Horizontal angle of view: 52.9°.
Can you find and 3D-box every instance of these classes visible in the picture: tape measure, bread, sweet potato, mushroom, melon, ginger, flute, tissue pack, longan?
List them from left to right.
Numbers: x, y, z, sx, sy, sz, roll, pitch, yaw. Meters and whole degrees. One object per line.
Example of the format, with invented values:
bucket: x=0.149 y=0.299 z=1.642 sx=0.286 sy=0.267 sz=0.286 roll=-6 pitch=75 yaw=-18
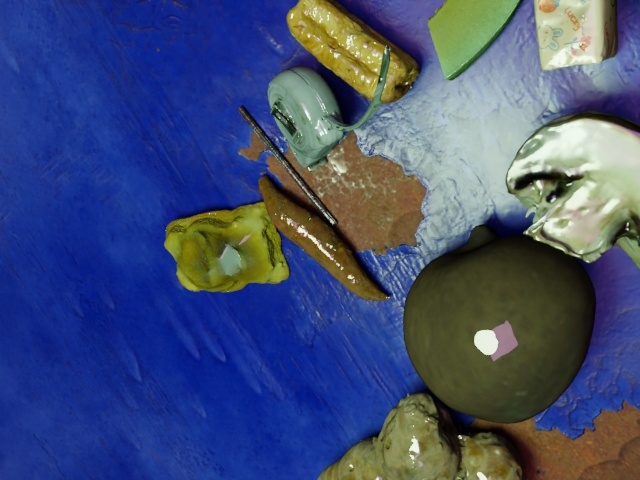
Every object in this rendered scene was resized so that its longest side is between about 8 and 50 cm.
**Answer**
bread: x=-0.183 y=0.023 z=1.197 sx=0.232 sy=0.088 sz=0.161 roll=-10 pitch=97 yaw=23
flute: x=-0.058 y=-0.131 z=1.135 sx=0.014 sy=0.014 sz=0.269 roll=-40 pitch=88 yaw=28
tape measure: x=-0.003 y=-0.214 z=0.947 sx=0.164 sy=0.084 sz=0.330 roll=51 pitch=162 yaw=1
sweet potato: x=0.000 y=0.000 z=1.123 sx=0.314 sy=0.066 sz=0.072 roll=40 pitch=151 yaw=6
bread: x=0.049 y=-0.294 z=0.984 sx=0.211 sy=0.114 sz=0.083 roll=42 pitch=120 yaw=9
ginger: x=0.152 y=0.411 z=1.129 sx=0.375 sy=0.176 sz=0.256 roll=-34 pitch=107 yaw=28
melon: x=0.242 y=-0.359 z=0.929 sx=0.114 sy=0.053 sz=0.262 roll=45 pitch=115 yaw=25
longan: x=0.257 y=0.116 z=0.955 sx=0.300 sy=0.243 sz=0.300 roll=-10 pitch=71 yaw=31
tissue pack: x=0.329 y=-0.326 z=0.828 sx=0.092 sy=0.148 sz=0.196 roll=-1 pitch=106 yaw=31
mushroom: x=0.398 y=-0.068 z=0.877 sx=0.267 sy=0.164 sz=0.190 roll=25 pitch=110 yaw=18
